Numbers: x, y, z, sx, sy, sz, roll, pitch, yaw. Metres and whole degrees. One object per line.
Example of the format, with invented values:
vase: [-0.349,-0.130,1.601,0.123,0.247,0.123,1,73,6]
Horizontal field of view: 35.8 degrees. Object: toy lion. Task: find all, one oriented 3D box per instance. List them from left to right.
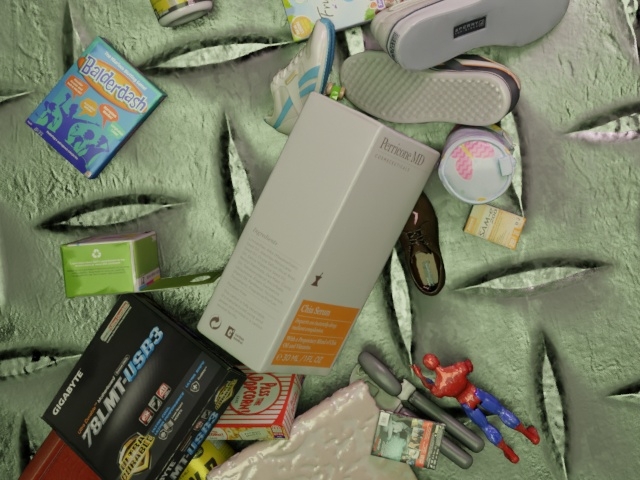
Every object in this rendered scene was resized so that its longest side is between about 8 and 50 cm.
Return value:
toy lion: [0.011,-0.218,1.775,0.034,0.096,0.100,19,61,0]

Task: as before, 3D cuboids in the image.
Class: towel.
towel: [0.006,0.461,1.804,0.332,0.053,0.317,-31,106,-9]

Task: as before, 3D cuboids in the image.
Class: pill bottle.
pill bottle: [-0.268,-0.478,1.748,0.103,0.103,0.184,-21,95,6]
pill bottle: [-0.226,0.407,1.842,0.119,0.119,0.208,-43,92,7]

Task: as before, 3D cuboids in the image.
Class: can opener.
can opener: [0.170,0.311,1.806,0.280,0.093,0.074,37,86,9]

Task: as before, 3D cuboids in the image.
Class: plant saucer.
plant saucer: [-0.425,0.458,1.896,0.259,0.048,0.258,35,98,-2]

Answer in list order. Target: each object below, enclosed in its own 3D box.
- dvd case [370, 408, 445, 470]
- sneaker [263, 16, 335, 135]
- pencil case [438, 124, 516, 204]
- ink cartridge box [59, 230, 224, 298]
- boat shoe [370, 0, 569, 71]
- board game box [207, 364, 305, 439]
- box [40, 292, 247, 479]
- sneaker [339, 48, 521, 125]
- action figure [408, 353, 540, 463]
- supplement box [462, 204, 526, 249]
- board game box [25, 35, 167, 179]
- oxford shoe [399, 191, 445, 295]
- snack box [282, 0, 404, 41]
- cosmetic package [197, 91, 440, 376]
dvd case: [0.156,0.355,1.770,0.119,0.013,0.087,12,97,4]
sneaker: [-0.035,-0.285,1.738,0.092,0.087,0.229,21,119,3]
pencil case: [0.267,-0.136,1.675,0.124,0.273,0.113,5,103,10]
ink cartridge box: [-0.309,0.035,1.769,0.255,0.189,0.097,-6,95,3]
boat shoe: [0.247,-0.396,1.709,0.367,0.156,0.136,-22,133,-19]
board game box: [-0.137,0.291,1.790,0.193,0.147,0.045,-4,129,16]
box: [-0.321,0.279,1.767,0.293,0.073,0.295,34,89,31]
sneaker: [0.196,-0.269,1.744,0.321,0.127,0.126,16,117,26]
action figure: [0.271,0.280,1.820,0.091,0.139,0.280,-45,115,5]
supplement box: [0.315,-0.029,1.798,0.098,0.036,0.062,19,97,1]
board game box: [-0.410,-0.241,1.813,0.160,0.047,0.210,41,96,-2]
oxford shoe: [0.177,-0.009,1.781,0.083,0.096,0.227,-20,93,7]
snack box: [0.030,-0.459,1.749,0.207,0.070,0.174,-16,96,7]
cosmetic package: [0.000,0.000,1.705,0.161,0.230,0.453,31,99,32]
